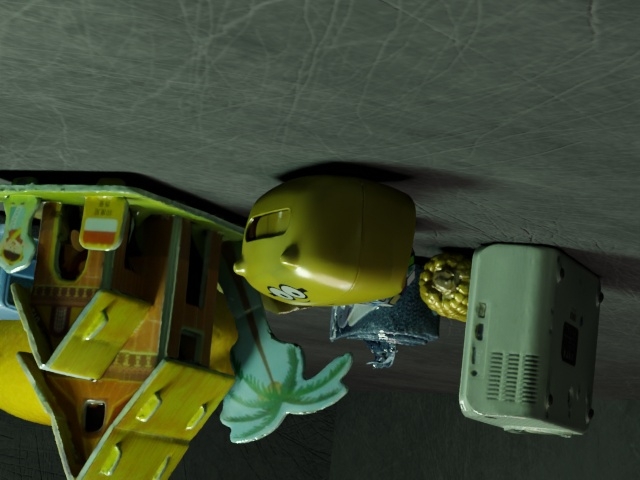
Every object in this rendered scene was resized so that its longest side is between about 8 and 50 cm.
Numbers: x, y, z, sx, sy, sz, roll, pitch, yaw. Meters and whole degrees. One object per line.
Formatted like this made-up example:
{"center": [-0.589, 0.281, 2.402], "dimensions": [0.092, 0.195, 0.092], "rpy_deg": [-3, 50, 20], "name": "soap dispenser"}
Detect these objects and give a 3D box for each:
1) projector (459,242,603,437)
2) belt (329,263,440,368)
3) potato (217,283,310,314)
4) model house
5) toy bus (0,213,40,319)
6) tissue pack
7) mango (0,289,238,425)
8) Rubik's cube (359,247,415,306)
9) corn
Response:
{"center": [0.249, 0.121, 2.058], "dimensions": [0.108, 0.198, 0.250], "rpy_deg": [3, 171, 21], "name": "projector"}
{"center": [0.088, 0.095, 2.234], "dimensions": [0.122, 0.128, 0.218], "rpy_deg": [7, 173, -10], "name": "belt"}
{"center": [-0.046, 0.030, 2.069], "dimensions": [0.198, 0.119, 0.054], "rpy_deg": [4, 133, 38], "name": "potato"}
{"center": [-0.172, 0.115, 1.908], "dimensions": [0.340, 0.323, 0.300], "rpy_deg": [2, 171, 27], "name": "model house"}
{"center": [-0.416, 0.041, 2.231], "dimensions": [0.116, 0.133, 0.234], "rpy_deg": [13, 169, -41], "name": "toy bus"}
{"center": [0.000, 0.000, 1.687], "dimensions": [0.127, 0.123, 0.178], "rpy_deg": [11, 171, -26], "name": "tissue pack"}
{"center": [-0.301, 0.128, 2.362], "dimensions": [0.445, 0.220, 0.301], "rpy_deg": [4, -153, 38], "name": "mango"}
{"center": [0.049, 0.021, 1.902], "dimensions": [0.111, 0.093, 0.111], "rpy_deg": [8, 170, 1], "name": "Rubik's cube"}
{"center": [0.181, 0.059, 2.130], "dimensions": [0.080, 0.080, 0.231], "rpy_deg": [3, 175, 22], "name": "corn"}
